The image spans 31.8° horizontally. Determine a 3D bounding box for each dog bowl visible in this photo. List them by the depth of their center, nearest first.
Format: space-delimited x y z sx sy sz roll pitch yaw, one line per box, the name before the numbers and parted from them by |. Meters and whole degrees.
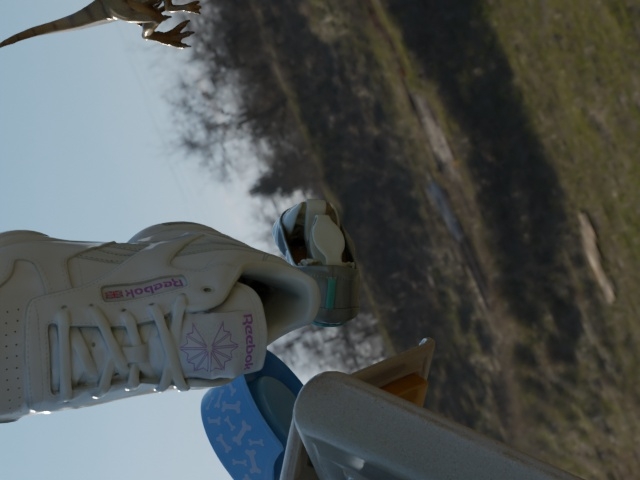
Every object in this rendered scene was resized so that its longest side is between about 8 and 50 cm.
dog bowl | -0.018 0.252 1.186 0.297 0.074 0.166 53 -167 -3

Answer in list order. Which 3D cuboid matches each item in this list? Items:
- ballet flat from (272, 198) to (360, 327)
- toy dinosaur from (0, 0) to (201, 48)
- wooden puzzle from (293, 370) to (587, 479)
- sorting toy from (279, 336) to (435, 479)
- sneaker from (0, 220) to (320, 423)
ballet flat | 0.000 0.000 0.989 0.213 0.072 0.068 -108 19 -64
toy dinosaur | -0.174 -0.209 0.996 0.112 0.211 0.064 32 -138 -61
wooden puzzle | 0.131 0.271 0.831 0.322 0.080 0.348 22 146 26
sorting toy | 0.032 0.197 0.987 0.208 0.038 0.193 -19 -53 -50
sneaker | -0.127 0.049 0.736 0.305 0.152 0.114 -18 -66 -47
